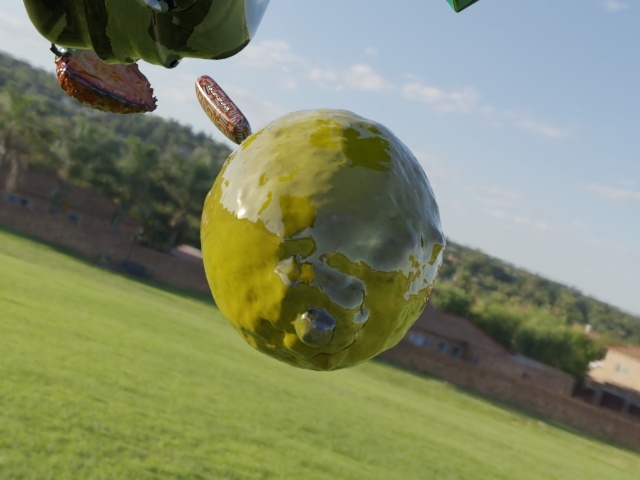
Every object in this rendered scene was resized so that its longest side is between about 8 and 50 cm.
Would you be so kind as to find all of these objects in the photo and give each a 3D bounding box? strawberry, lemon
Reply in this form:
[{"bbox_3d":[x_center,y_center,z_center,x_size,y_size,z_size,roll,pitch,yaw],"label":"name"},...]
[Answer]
[{"bbox_3d":[-0.387,-0.283,1.674,0.192,0.140,0.085,8,-31,-36],"label":"strawberry"},{"bbox_3d":[0.000,-0.004,1.027,0.285,0.285,0.316,20,-1,10],"label":"lemon"}]

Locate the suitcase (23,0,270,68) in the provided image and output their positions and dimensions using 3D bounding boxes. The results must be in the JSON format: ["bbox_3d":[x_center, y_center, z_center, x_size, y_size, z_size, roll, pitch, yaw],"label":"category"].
[{"bbox_3d":[-0.098,-0.279,0.576,0.194,0.339,0.351,7,-44,7],"label":"suitcase"}]

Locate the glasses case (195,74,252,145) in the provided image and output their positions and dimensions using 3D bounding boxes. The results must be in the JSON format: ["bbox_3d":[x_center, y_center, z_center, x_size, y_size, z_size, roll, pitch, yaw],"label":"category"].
[{"bbox_3d":[-0.195,-0.251,1.877,0.194,0.049,0.073,50,-18,39],"label":"glasses case"}]

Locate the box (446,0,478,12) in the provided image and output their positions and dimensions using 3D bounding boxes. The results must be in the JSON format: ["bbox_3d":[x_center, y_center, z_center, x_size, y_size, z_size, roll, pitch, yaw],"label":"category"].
[{"bbox_3d":[0.192,-0.365,1.032,0.042,0.161,0.226,61,1,30],"label":"box"}]
